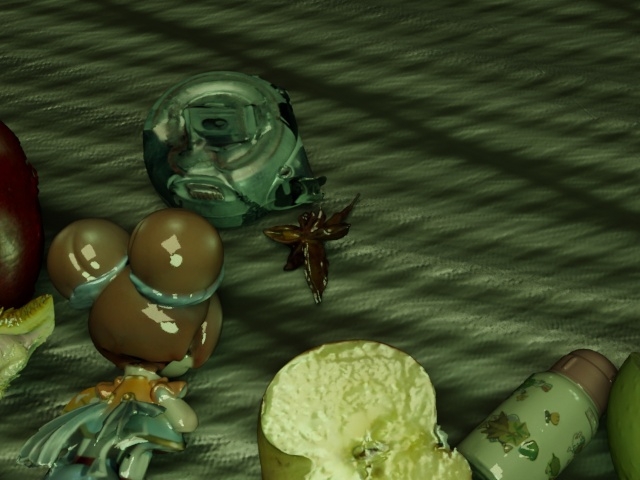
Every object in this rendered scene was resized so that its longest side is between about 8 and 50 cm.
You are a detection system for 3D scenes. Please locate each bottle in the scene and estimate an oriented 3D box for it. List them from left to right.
[{"bbox_3d":[0.307,0.250,0.990,0.253,0.120,0.120,-37,68,-18],"label":"bottle"}]

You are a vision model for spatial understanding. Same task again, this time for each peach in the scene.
[{"bbox_3d":[-0.567,-0.040,0.987,0.339,0.416,0.353,39,71,25],"label":"peach"}]

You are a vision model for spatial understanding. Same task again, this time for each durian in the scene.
[{"bbox_3d":[-0.412,0.115,0.929,0.224,0.140,0.078,-34,32,18],"label":"durian"}]

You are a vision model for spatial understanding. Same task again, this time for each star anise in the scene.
[{"bbox_3d":[0.007,-0.005,1.164,0.158,0.144,0.140,43,116,27],"label":"star anise"}]

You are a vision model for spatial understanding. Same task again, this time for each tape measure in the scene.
[{"bbox_3d":[-0.152,-0.155,1.184,0.275,0.147,0.256,-13,63,-7],"label":"tape measure"}]

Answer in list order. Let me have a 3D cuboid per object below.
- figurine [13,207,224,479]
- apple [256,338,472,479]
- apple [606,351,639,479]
[{"bbox_3d":[-0.262,0.165,0.984,0.277,0.248,0.387,-3,58,26],"label":"figurine"},{"bbox_3d":[0.045,0.282,0.950,0.252,0.163,0.292,-10,77,-11],"label":"apple"},{"bbox_3d":[0.528,0.277,0.834,0.320,0.311,0.360,-20,23,-2],"label":"apple"}]
